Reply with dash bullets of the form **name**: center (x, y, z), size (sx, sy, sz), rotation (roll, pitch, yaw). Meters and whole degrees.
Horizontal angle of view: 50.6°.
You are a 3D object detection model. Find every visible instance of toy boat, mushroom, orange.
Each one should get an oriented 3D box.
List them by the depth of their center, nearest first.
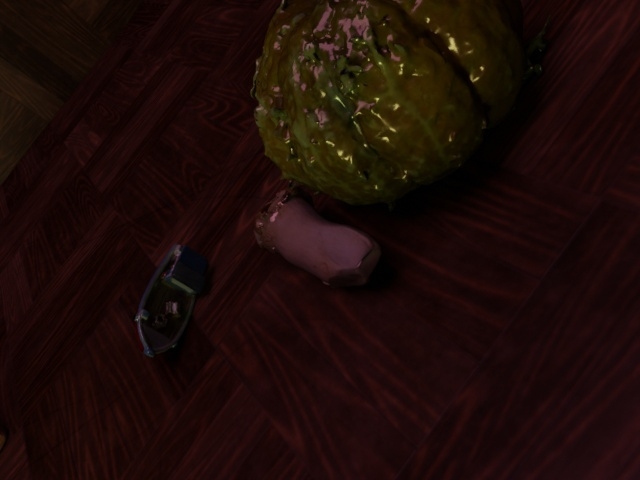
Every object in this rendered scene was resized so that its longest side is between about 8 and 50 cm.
- **orange**: center (0.056, -0.186, 0.702), size (0.300, 0.223, 0.301), rotation (-52, 32, -11)
- **mushroom**: center (0.000, 0.000, 0.727), size (0.084, 0.071, 0.209), rotation (-49, 35, -9)
- **toy boat**: center (-0.196, 0.078, 0.887), size (0.058, 0.069, 0.173), rotation (-27, 35, 45)

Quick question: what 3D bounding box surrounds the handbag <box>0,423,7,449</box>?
- **handbag**: center (-0.606, 0.353, 1.119), size (0.193, 0.072, 0.151), rotation (-2, 58, 48)
